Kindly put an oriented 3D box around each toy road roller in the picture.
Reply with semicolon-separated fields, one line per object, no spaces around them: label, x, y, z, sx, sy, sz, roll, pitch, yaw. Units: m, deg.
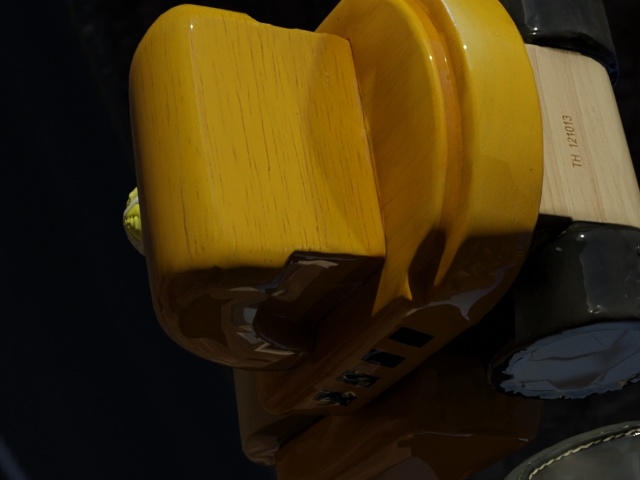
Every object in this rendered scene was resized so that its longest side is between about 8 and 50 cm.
toy road roller;0.000;0.000;0.803;0.329;0.240;0.203;-43;-132;50

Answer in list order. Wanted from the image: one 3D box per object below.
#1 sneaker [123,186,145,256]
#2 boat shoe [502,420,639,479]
sneaker;-0.021;-0.039;1.149;0.091;0.240;0.126;45;-59;33
boat shoe;0.270;0.135;0.958;0.113;0.340;0.127;98;-9;-46
